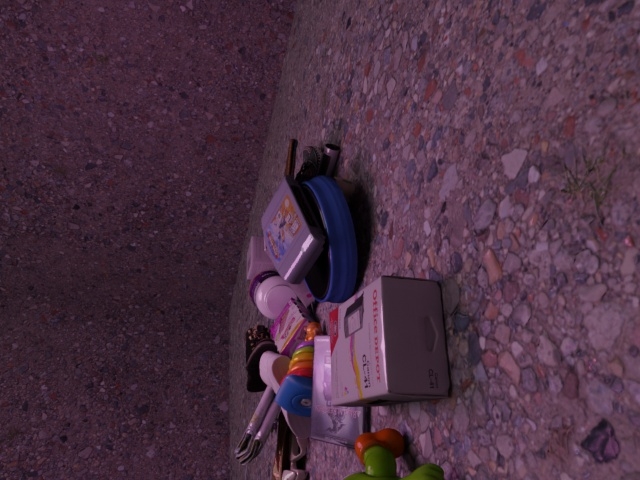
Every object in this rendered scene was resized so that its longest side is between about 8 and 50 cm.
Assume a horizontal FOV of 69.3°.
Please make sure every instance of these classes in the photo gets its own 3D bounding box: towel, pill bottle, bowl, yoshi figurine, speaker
[{"bbox_3d":[-0.117,-0.179,1.700,0.370,0.040,0.271,122,152,-76],"label":"towel"},{"bbox_3d":[-0.194,0.229,1.954,0.323,0.182,0.181,-172,89,-73],"label":"pill bottle"},{"bbox_3d":[0.000,0.000,1.402,0.391,0.077,0.391,171,90,-72],"label":"bowl"},{"bbox_3d":[0.154,0.478,0.796,0.203,0.203,0.362,-42,4,0],"label":"yoshi figurine"},{"bbox_3d":[-0.188,0.616,1.725,0.374,0.090,0.320,-62,-2,-43],"label":"towel"},{"bbox_3d":[0.025,-0.272,1.636,0.055,0.055,0.136,-105,28,-52],"label":"speaker"}]

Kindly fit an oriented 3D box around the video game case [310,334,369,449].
[{"bbox_3d":[0.049,0.387,1.213,0.196,0.026,0.274,-13,69,46],"label":"video game case"}]

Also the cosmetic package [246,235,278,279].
[{"bbox_3d":[-0.245,0.089,2.174,0.151,0.184,0.151,115,155,-47],"label":"cosmetic package"}]

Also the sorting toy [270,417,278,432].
[{"bbox_3d":[-0.207,0.791,2.040,0.061,0.042,0.102,97,162,-68],"label":"sorting toy"}]

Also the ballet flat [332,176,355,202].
[{"bbox_3d":[0.051,-0.113,1.448,0.248,0.086,0.086,117,155,-61],"label":"ballet flat"}]

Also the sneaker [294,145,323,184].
[{"bbox_3d":[-0.046,-0.246,1.767,0.121,0.112,0.299,119,153,-53],"label":"sneaker"}]

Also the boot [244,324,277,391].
[{"bbox_3d":[-0.301,0.536,2.293,0.284,0.138,0.377,-103,20,-48],"label":"boot"}]

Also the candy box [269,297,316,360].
[{"bbox_3d":[-0.101,0.322,1.697,0.159,0.071,0.233,-56,20,1],"label":"candy box"}]

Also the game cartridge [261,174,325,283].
[{"bbox_3d":[-0.090,-0.028,1.343,0.198,0.062,0.297,-54,42,27],"label":"game cartridge"}]

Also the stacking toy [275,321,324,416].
[{"bbox_3d":[-0.032,0.375,1.448,0.302,0.175,0.165,-85,15,-51],"label":"stacking toy"}]

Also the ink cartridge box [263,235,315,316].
[{"bbox_3d":[-0.090,0.090,1.619,0.175,0.069,0.371,-102,-13,-50],"label":"ink cartridge box"}]

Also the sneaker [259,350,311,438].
[{"bbox_3d":[-0.112,0.504,1.552,0.169,0.108,0.292,-5,105,65],"label":"sneaker"}]

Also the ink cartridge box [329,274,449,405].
[{"bbox_3d":[0.125,0.224,0.972,0.306,0.131,0.226,126,147,-61],"label":"ink cartridge box"}]

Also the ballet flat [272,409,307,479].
[{"bbox_3d":[-0.092,0.741,1.576,0.124,0.116,0.342,-28,51,50],"label":"ballet flat"}]
